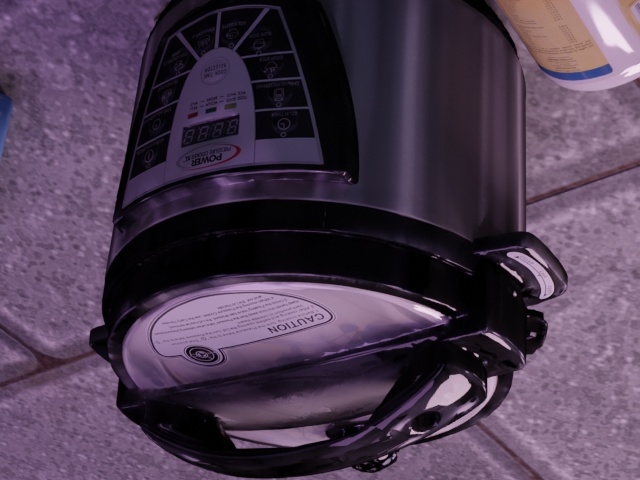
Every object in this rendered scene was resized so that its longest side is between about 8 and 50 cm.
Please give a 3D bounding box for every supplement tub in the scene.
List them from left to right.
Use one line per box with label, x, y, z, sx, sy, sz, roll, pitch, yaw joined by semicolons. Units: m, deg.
supplement tub;0.197;-0.232;1.162;0.144;0.144;0.200;-13;133;35

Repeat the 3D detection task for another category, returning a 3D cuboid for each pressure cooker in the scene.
pressure cooker;0.005;0.002;1.272;0.375;0.420;0.370;12;150;-11

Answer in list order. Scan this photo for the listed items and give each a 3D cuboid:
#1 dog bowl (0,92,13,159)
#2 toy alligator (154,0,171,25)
dog bowl;-0.399;-0.059;1.624;0.074;0.166;0.297;13;144;-14
toy alligator;-0.087;-0.237;1.345;0.051;0.056;0.189;33;141;-19
